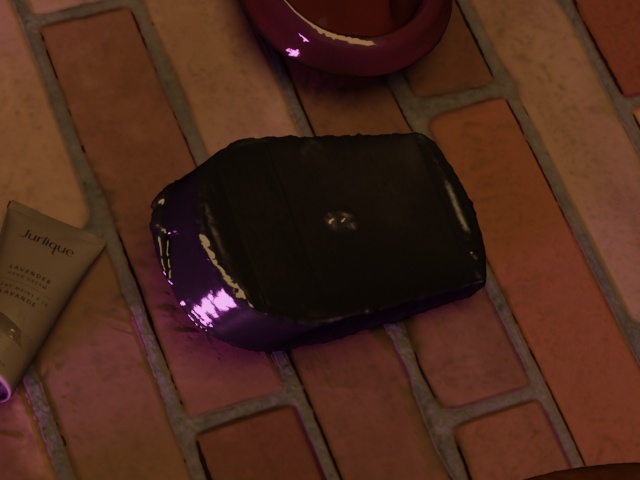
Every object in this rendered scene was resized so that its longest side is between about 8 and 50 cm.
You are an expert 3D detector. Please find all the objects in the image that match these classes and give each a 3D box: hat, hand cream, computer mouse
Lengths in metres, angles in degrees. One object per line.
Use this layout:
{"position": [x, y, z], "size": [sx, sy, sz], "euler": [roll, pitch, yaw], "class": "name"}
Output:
{"position": [0.017, -0.229, 1.462], "size": [0.205, 0.089, 0.205], "euler": [4, 68, -11], "class": "hat"}
{"position": [-0.241, 0.053, 1.287], "size": [0.087, 0.054, 0.186], "euler": [23, 54, -4], "class": "hand cream"}
{"position": [-0.003, 0.002, 1.346], "size": [0.295, 0.087, 0.168], "euler": [-8, 68, -30], "class": "computer mouse"}

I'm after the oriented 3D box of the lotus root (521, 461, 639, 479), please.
{"position": [0.211, 0.311, 1.115], "size": [0.250, 0.316, 0.316], "euler": [-25, 71, -30], "class": "lotus root"}
